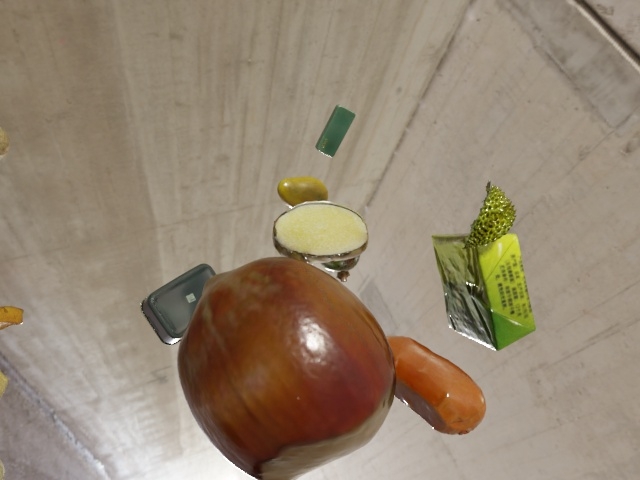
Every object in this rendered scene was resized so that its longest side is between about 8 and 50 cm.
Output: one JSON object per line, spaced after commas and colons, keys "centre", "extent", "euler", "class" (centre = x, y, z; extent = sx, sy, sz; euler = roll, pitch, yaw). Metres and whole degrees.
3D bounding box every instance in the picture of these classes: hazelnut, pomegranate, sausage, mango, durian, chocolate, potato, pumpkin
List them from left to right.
{"centre": [-1.037, 0.293, 1.459], "extent": [0.095, 0.290, 0.258], "euler": [50, -7, 4], "class": "pumpkin"}
{"centre": [-0.057, 0.210, 0.839], "extent": [0.365, 0.365, 0.366], "euler": [166, -90, -69], "class": "hazelnut"}
{"centre": [-0.053, -0.135, 1.440], "extent": [0.076, 0.160, 0.103], "euler": [36, -69, 54], "class": "mango"}
{"centre": [0.000, 0.000, 1.052], "extent": [0.081, 0.200, 0.164], "euler": [93, -9, -47], "class": "potato"}
{"centre": [0.054, 0.037, 1.386], "extent": [0.130, 0.130, 0.130], "euler": [166, -90, -69], "class": "pomegranate"}
{"centre": [0.217, 0.291, 1.041], "extent": [0.258, 0.133, 0.133], "euler": [31, -45, 34], "class": "sausage"}
{"centre": [0.429, 0.113, 1.354], "extent": [0.301, 0.136, 0.289], "euler": [-173, -111, -82], "class": "chocolate"}
{"centre": [0.392, -0.069, 1.173], "extent": [0.086, 0.215, 0.100], "euler": [43, -29, -20], "class": "durian"}

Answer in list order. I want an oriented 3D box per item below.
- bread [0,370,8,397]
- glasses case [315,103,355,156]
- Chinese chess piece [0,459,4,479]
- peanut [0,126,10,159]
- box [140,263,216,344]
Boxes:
{"centre": [-0.989, 0.458, 1.347], "extent": [0.275, 0.184, 0.114], "euler": [-92, 174, -53], "class": "bread"}
{"centre": [0.055, -0.408, 1.878], "extent": [0.184, 0.077, 0.039], "euler": [-61, -156, 16], "class": "glasses case"}
{"centre": [-0.851, 0.586, 1.244], "extent": [0.051, 0.122, 0.122], "euler": [17, -58, 43], "class": "Chinese chess piece"}
{"centre": [-0.705, -0.202, 0.998], "extent": [0.228, 0.104, 0.086], "euler": [-113, -143, -83], "class": "peanut"}
{"centre": [-0.342, 0.161, 1.300], "extent": [0.145, 0.201, 0.090], "euler": [57, -34, 1], "class": "box"}
